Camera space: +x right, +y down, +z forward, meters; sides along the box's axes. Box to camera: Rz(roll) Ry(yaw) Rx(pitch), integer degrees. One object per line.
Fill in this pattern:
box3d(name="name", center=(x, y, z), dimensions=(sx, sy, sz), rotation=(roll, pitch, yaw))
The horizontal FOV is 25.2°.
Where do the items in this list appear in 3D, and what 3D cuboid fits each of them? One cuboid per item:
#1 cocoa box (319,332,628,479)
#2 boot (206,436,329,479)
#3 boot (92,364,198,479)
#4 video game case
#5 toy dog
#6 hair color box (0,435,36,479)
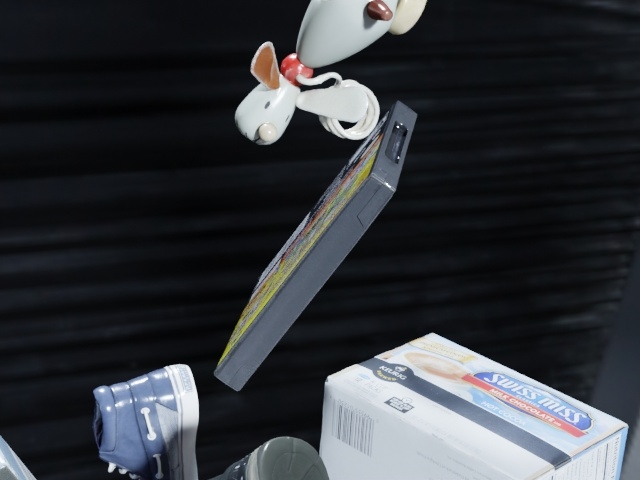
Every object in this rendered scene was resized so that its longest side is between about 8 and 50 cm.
box3d(name="cocoa box", center=(0.197, 0.310, 1.918), dimensions=(0.347, 0.228, 0.231), rotation=(24, 121, 39))
box3d(name="boot", center=(-0.062, 0.274, 1.041), dimensions=(0.179, 0.085, 0.236), rotation=(-24, 64, 45))
box3d(name="boot", center=(-0.156, 0.184, 1.258), dimensions=(0.069, 0.086, 0.190), rotation=(-118, 24, -45))
box3d(name="video game case", center=(0.000, 0.000, 1.491), dimensions=(0.275, 0.035, 0.248), rotation=(-52, 6, 22))
box3d(name="toy dog", center=(0.015, -0.246, 1.907), dimensions=(0.161, 0.220, 0.333), rotation=(-105, 27, -56))
box3d(name="hair color box", center=(-0.392, 0.329, 1.220), dimensions=(0.113, 0.374, 0.185), rotation=(42, 164, 52))
